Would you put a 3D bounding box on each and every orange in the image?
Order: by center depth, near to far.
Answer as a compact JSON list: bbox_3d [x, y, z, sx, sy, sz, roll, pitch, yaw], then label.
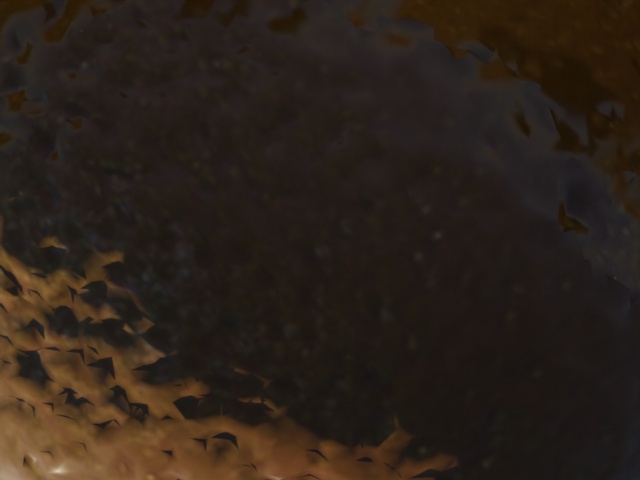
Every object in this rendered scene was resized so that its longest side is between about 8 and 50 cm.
[{"bbox_3d":[0.000,0.000,0.613,0.322,0.322,0.357,-36,112,27],"label":"orange"}]
